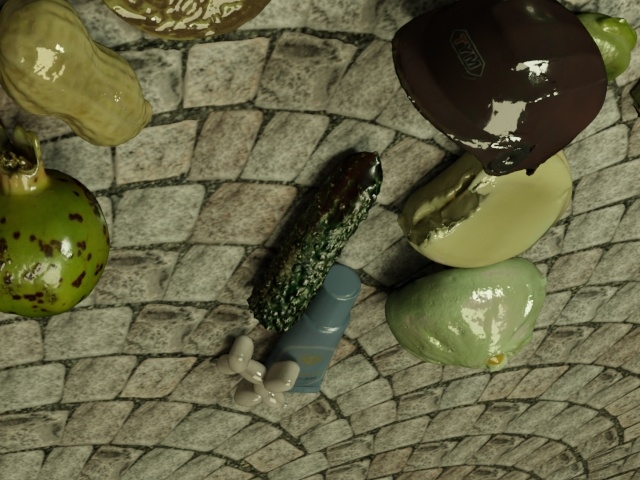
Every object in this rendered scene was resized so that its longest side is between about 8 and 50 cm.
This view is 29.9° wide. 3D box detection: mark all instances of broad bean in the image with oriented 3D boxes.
[{"bbox_3d":[0.351,-0.255,1.653,0.174,0.082,0.124,-17,149,-12],"label":"broad bean"}]

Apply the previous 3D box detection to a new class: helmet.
[{"bbox_3d":[0.239,-0.210,1.471,0.177,0.225,0.305,-34,161,27],"label":"helmet"}]

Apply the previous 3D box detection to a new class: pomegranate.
[{"bbox_3d":[-0.372,-0.021,1.482,0.198,0.198,0.246,-29,111,9],"label":"pomegranate"}]

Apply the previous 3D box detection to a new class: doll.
[{"bbox_3d":[-0.110,0.237,2.055,0.161,0.059,0.160,30,145,-14],"label":"doll"}]

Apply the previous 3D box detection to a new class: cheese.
[{"bbox_3d":[0.253,-0.066,1.824,0.233,0.127,0.266,10,134,-42],"label":"cheese"}]

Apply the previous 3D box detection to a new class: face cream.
[{"bbox_3d":[-0.018,0.170,2.041,0.135,0.086,0.385,3,145,-17],"label":"face cream"}]

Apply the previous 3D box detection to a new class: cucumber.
[{"bbox_3d":[0.000,0.000,1.796,0.096,0.096,0.359,1,141,-32],"label":"cucumber"}]

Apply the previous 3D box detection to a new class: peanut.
[{"bbox_3d":[-0.282,-0.182,1.353,0.123,0.123,0.257,-28,150,8],"label":"peanut"}]

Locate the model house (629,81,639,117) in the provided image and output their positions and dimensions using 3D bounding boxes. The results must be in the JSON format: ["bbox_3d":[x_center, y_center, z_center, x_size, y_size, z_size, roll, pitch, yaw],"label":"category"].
[{"bbox_3d":[0.509,-0.214,1.829,0.057,0.058,0.083,0,141,-31],"label":"model house"}]

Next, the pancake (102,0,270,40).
[{"bbox_3d":[-0.135,-0.316,1.320,0.250,0.031,0.250,-16,146,-11],"label":"pancake"}]

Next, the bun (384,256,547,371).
[{"bbox_3d":[0.250,0.137,2.006,0.283,0.179,0.283,-12,171,-2],"label":"bun"}]
